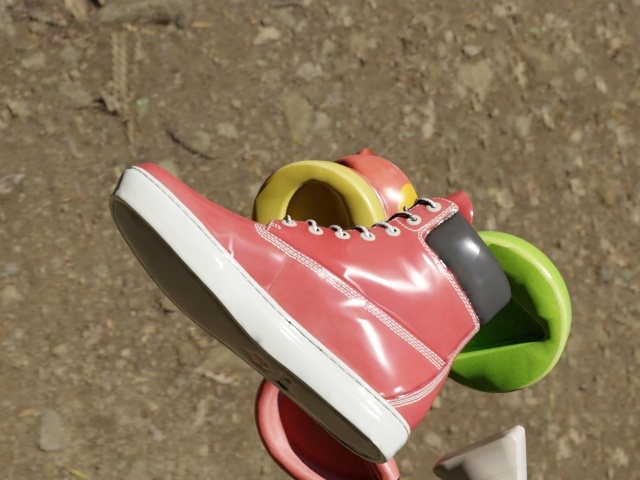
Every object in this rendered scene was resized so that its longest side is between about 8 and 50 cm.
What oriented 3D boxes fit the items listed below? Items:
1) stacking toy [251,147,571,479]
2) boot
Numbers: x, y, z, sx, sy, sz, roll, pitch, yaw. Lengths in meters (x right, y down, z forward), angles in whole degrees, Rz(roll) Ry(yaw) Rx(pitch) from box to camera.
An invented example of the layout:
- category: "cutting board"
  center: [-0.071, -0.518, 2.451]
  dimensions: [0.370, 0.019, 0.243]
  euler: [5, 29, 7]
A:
- category: "stacking toy"
  center: [0.086, 0.081, 0.987]
  dimensions: [0.130, 0.280, 0.308]
  euler: [-32, 132, -57]
- category: "boot"
  center: [0.000, 0.000, 0.731]
  dimensions: [0.244, 0.088, 0.176]
  euler: [41, 70, -3]
